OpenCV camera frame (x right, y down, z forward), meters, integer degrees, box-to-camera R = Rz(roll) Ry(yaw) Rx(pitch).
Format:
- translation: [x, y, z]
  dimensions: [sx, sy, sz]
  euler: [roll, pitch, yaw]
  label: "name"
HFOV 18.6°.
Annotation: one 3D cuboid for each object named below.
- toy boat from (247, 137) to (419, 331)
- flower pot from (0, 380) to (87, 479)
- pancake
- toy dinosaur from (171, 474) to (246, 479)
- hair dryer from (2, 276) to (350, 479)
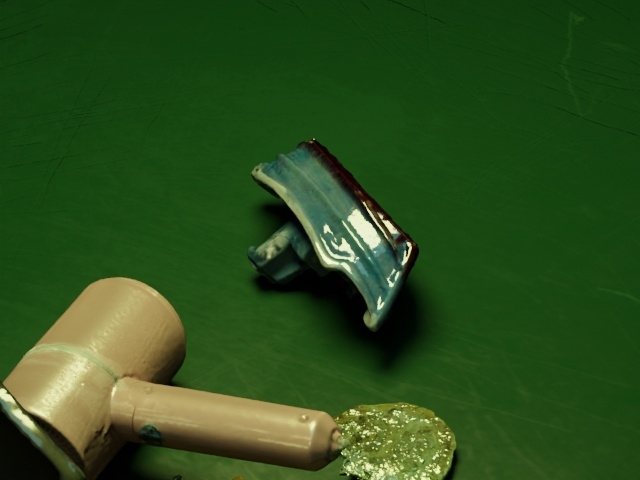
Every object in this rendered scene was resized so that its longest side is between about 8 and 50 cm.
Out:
- translation: [0.000, 0.000, 2.028]
  dimensions: [0.142, 0.129, 0.309]
  euler: [-45, 40, 5]
  label: "toy boat"
- translation: [-0.363, 0.233, 1.647]
  dimensions: [0.251, 0.379, 0.379]
  euler: [31, 47, 8]
  label: "flower pot"
- translation: [0.069, 0.195, 1.845]
  dimensions: [0.116, 0.022, 0.129]
  euler: [-8, 38, -8]
  label: "pancake"
- translation: [-0.106, 0.264, 1.766]
  dimensions: [0.126, 0.039, 0.162]
  euler: [-23, 39, -11]
  label: "toy dinosaur"
- translation: [-0.122, 0.152, 1.813]
  dimensions: [0.353, 0.125, 0.210]
  euler: [8, 38, 26]
  label: "hair dryer"
